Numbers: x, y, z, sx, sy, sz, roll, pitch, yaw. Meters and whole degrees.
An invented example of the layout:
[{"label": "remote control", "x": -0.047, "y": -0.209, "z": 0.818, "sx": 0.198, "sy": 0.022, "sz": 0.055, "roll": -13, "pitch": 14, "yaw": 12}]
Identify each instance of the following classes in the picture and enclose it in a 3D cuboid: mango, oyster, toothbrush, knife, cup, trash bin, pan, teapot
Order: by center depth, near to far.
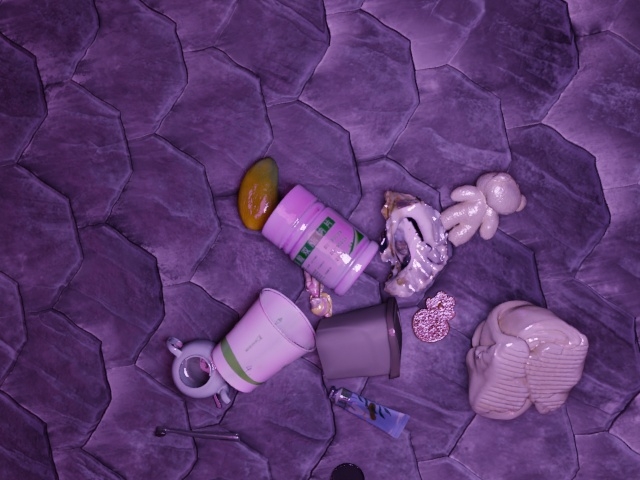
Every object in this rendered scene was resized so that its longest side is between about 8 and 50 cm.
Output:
[{"label": "trash bin", "x": 0.129, "y": 0.317, "z": 1.786, "sx": 0.249, "sy": 0.220, "sz": 0.220, "roll": -12, "pitch": 104, "yaw": 13}, {"label": "oyster", "x": 0.276, "y": 0.005, "z": 1.803, "sx": 0.237, "sy": 0.114, "sz": 0.352, "roll": -24, "pitch": 104, "yaw": -14}, {"label": "cup", "x": -0.183, "y": 0.327, "z": 1.816, "sx": 0.274, "sy": 0.253, "sz": 0.253, "roll": -44, "pitch": 87, "yaw": 13}, {"label": "mango", "x": -0.203, "y": -0.151, "z": 1.873, "sx": 0.137, "sy": 0.091, "sz": 0.238, "roll": -1, "pitch": 85, "yaw": 5}, {"label": "teapot", "x": -0.397, "y": 0.422, "z": 1.877, "sx": 0.294, "sy": 0.129, "sz": 0.193, "roll": 41, "pitch": 89, "yaw": 5}, {"label": "pan", "x": 0.077, "y": 0.840, "z": 1.889, "sx": 0.114, "sy": 0.040, "sz": 0.212, "roll": 16, "pitch": 86, "yaw": 4}, {"label": "toothbrush", "x": -0.416, "y": 0.659, "z": 1.941, "sx": 0.297, "sy": 0.031, "sz": 0.030, "roll": 3, "pitch": 117, "yaw": 4}, {"label": "knife", "x": -0.377, "y": 0.494, "z": 1.942, "sx": 0.023, "sy": 0.010, "sz": 0.170, "roll": -25, "pitch": 87, "yaw": 0}]

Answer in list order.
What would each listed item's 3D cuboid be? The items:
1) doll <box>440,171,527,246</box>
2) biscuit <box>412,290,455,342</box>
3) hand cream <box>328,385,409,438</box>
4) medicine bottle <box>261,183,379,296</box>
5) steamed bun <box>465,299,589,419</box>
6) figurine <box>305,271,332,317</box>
[{"label": "doll", "x": 0.492, "y": -0.107, "z": 1.803, "sx": 0.278, "sy": 0.149, "sz": 0.175, "roll": -37, "pitch": 130, "yaw": 18}, {"label": "biscuit", "x": 0.372, "y": 0.250, "z": 1.856, "sx": 0.124, "sy": 0.026, "sz": 0.175, "roll": 32, "pitch": 94, "yaw": 3}, {"label": "hand cream", "x": 0.154, "y": 0.553, "z": 1.873, "sx": 0.271, "sy": 0.058, "sz": 0.091, "roll": 27, "pitch": 97, "yaw": -1}, {"label": "medicine bottle", "x": 0.000, "y": 0.000, "z": 1.795, "sx": 0.325, "sy": 0.212, "sz": 0.212, "roll": 39, "pitch": 94, "yaw": 3}, {"label": "steamed bun", "x": 0.599, "y": 0.338, "z": 1.725, "sx": 0.342, "sy": 0.255, "sz": 0.368, "roll": 6, "pitch": 121, "yaw": -12}, {"label": "figurine", "x": -0.007, "y": 0.167, "z": 1.877, "sx": 0.083, "sy": 0.083, "sz": 0.188, "roll": -19, "pitch": 77, "yaw": 6}]
